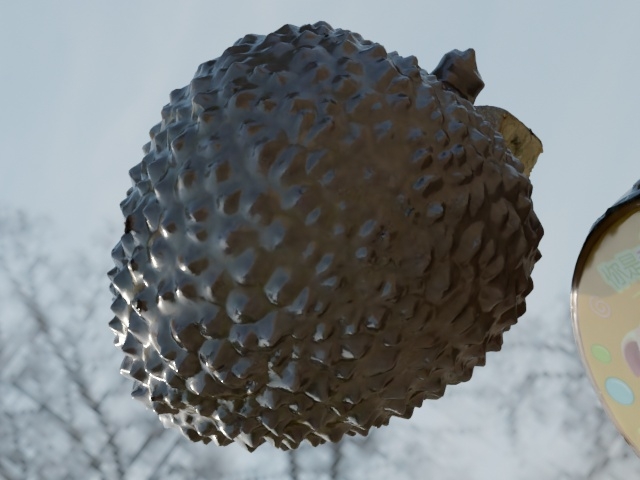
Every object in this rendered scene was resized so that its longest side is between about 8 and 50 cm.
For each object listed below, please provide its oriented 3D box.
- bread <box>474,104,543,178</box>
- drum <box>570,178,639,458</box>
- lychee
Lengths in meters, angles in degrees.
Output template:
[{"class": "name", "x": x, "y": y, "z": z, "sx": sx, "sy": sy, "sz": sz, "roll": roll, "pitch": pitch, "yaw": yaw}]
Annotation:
[{"class": "bread", "x": 0.191, "y": -0.100, "z": 2.167, "sx": 0.083, "sy": 0.070, "sz": 0.076, "roll": 39, "pitch": -105, "yaw": -37}, {"class": "drum", "x": 0.442, "y": 0.074, "z": 1.685, "sx": 0.214, "sy": 0.431, "sz": 0.431, "roll": -40, "pitch": -27, "yaw": -33}, {"class": "lychee", "x": 0.000, "y": 0.000, "z": 1.753, "sx": 0.432, "sy": 0.380, "sz": 0.380, "roll": -52, "pitch": -22, "yaw": 1}]
